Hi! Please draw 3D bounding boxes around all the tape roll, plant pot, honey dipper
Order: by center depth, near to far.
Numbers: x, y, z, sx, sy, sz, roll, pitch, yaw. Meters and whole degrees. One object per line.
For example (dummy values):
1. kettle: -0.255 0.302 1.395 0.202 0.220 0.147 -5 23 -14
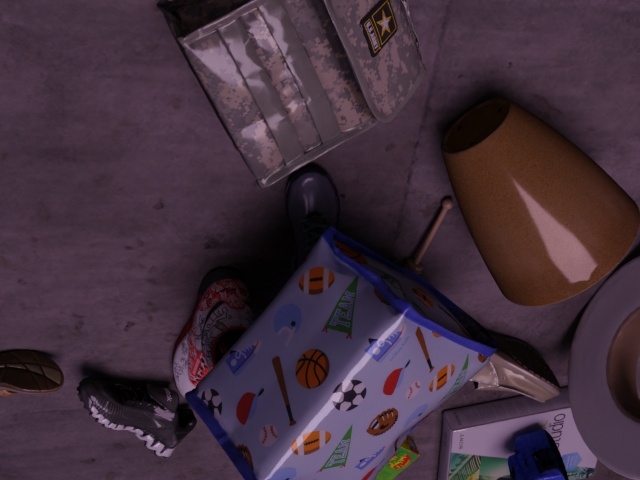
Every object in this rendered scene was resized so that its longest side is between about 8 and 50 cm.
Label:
1. plant pot: 0.294 -0.075 1.449 0.237 0.237 0.254 -36 115 11
2. honey dipper: 0.170 0.002 1.578 0.031 0.030 0.160 14 119 -26
3. tape roll: 0.565 0.202 1.622 0.072 0.392 0.392 19 119 -29

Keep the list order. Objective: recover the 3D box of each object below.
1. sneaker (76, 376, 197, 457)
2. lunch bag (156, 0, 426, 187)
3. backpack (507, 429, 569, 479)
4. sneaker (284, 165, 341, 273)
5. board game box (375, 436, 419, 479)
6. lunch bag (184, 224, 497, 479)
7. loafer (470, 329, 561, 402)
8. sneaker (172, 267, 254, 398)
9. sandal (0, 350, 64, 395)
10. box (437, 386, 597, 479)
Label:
1. sneaker: -0.286 0.264 1.612 0.106 0.078 0.234 -38 132 9
2. lunch bag: -0.014 -0.243 1.245 0.287 0.169 0.235 -29 127 -4
3. backpack: 0.395 0.410 1.834 0.101 0.120 0.098 -13 132 5
4. sneaker: 0.000 0.000 1.477 0.083 0.098 0.223 -12 129 -8
5. board game box: 0.087 0.427 1.872 0.092 0.043 0.181 31 113 -34
6. lunch bag: 0.055 0.197 1.444 0.328 0.239 0.385 -50 142 10
7. loafer: 0.303 0.219 1.748 0.269 0.102 0.092 28 116 -22
8. sneaker: -0.165 0.187 1.541 0.090 0.145 0.270 6 125 -21
9. sandal: -0.481 0.209 1.514 0.180 0.072 0.049 -2 142 -14
10. box: 0.387 0.396 1.933 0.322 0.058 0.232 -9 128 -9
